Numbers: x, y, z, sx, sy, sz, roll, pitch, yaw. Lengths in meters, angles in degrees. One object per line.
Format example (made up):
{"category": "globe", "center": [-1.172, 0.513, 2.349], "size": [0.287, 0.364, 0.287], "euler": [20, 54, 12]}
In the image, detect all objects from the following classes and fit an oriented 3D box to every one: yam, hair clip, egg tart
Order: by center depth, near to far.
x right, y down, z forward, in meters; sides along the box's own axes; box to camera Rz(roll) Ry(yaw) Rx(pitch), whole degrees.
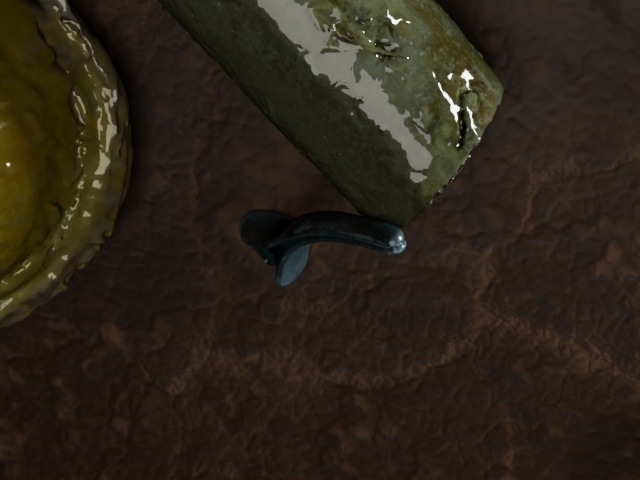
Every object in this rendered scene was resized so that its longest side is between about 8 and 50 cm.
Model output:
{"category": "yam", "center": [-0.002, -0.161, 1.207], "size": [0.168, 0.168, 0.304], "euler": [-38, 102, 21]}
{"category": "hair clip", "center": [0.000, 0.000, 1.258], "size": [0.039, 0.229, 0.070], "euler": [-41, 102, -20]}
{"category": "egg tart", "center": [-0.347, -0.082, 1.307], "size": [0.387, 0.169, 0.388], "euler": [3, 107, 9]}
